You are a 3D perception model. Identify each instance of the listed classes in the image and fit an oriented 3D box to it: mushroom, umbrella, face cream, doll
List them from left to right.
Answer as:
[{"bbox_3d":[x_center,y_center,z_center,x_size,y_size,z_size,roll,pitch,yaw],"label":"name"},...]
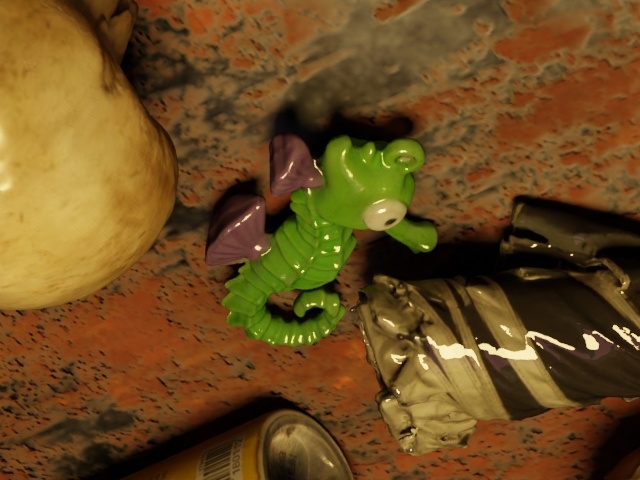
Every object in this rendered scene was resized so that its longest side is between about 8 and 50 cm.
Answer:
[{"bbox_3d":[-0.176,-0.073,0.904,0.255,0.184,0.255,21,171,3],"label":"mushroom"},{"bbox_3d":[-0.140,0.215,1.231,0.348,0.105,0.105,-27,124,29],"label":"face cream"},{"bbox_3d":[0.000,0.000,1.042,0.115,0.050,0.190,20,138,-20],"label":"doll"},{"bbox_3d":[0.197,0.041,1.033,0.357,0.106,0.113,-7,142,5],"label":"umbrella"}]

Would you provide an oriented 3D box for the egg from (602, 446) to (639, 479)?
[{"bbox_3d":[0.243,0.208,1.107,0.195,0.195,0.233,-21,129,26],"label":"egg"}]
